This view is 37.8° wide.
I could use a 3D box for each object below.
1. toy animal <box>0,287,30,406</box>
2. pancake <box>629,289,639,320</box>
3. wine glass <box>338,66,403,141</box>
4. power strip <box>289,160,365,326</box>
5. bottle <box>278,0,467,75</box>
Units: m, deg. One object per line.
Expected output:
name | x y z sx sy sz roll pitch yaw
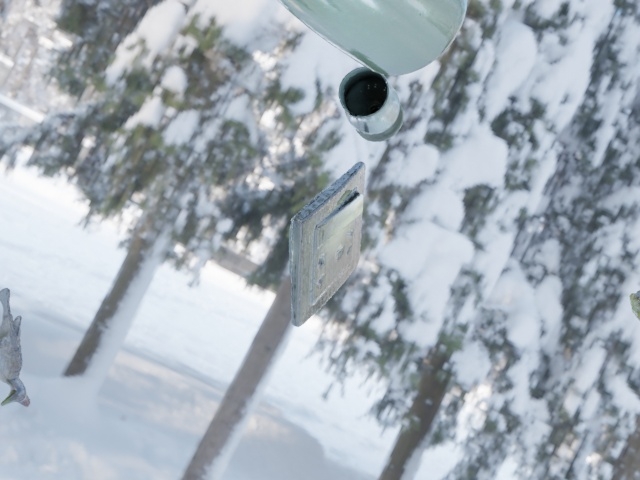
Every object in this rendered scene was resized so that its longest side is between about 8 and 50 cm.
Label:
toy animal | -0.503 0.186 1.497 0.070 0.202 0.105 2 27 34
pancake | 0.797 0.138 1.797 0.426 0.305 0.067 -3 -65 39
wine glass | 0.090 -0.243 1.677 0.103 0.103 0.231 27 3 11
power strip | -0.001 -0.002 1.785 0.092 0.251 0.257 25 40 20
bottle | 0.011 -0.312 1.011 0.168 0.168 0.347 25 2 40
